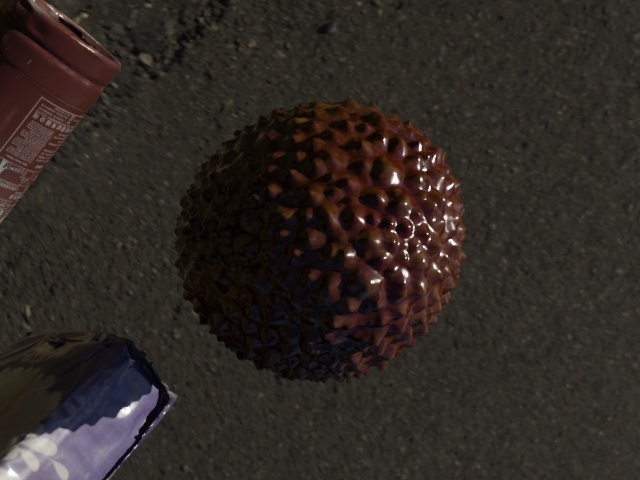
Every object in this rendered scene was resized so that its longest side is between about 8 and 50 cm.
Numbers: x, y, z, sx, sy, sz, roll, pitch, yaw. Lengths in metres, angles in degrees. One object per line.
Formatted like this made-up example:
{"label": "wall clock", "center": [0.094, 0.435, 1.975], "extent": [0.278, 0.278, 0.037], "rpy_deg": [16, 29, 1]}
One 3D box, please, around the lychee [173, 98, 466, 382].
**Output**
{"label": "lychee", "center": [0.000, 0.000, 0.921], "extent": [0.276, 0.304, 0.275], "rpy_deg": [-6, 105, -24]}

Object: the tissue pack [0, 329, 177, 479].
{"label": "tissue pack", "center": [-0.347, 0.248, 1.034], "extent": [0.343, 0.242, 0.125], "rpy_deg": [-50, 121, -34]}

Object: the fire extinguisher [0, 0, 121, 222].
{"label": "fire extinguisher", "center": [-0.261, -0.049, 0.686], "extent": [0.105, 0.105, 0.269], "rpy_deg": [37, 96, -30]}
